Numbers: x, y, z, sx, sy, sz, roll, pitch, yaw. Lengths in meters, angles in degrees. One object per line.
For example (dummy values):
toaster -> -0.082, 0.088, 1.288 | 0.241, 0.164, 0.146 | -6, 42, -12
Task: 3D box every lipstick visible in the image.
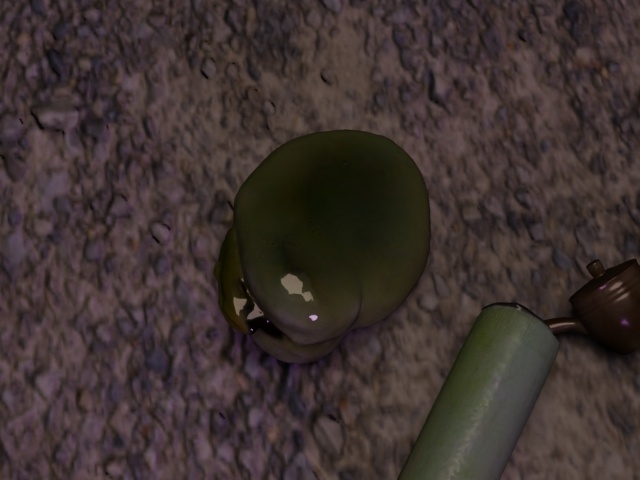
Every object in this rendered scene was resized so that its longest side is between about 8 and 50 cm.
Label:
lipstick -> 0.101, 0.184, 1.267 | 0.076, 0.076, 0.304 | 24, 62, 9

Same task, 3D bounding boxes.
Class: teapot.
teapot -> 0.229, 0.062, 1.363 | 0.110, 0.085, 0.080 | -32, 90, 10

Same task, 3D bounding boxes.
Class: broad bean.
broad bean -> 0.000, 0.000, 1.353 | 0.169, 0.100, 0.228 | 45, 55, 10
